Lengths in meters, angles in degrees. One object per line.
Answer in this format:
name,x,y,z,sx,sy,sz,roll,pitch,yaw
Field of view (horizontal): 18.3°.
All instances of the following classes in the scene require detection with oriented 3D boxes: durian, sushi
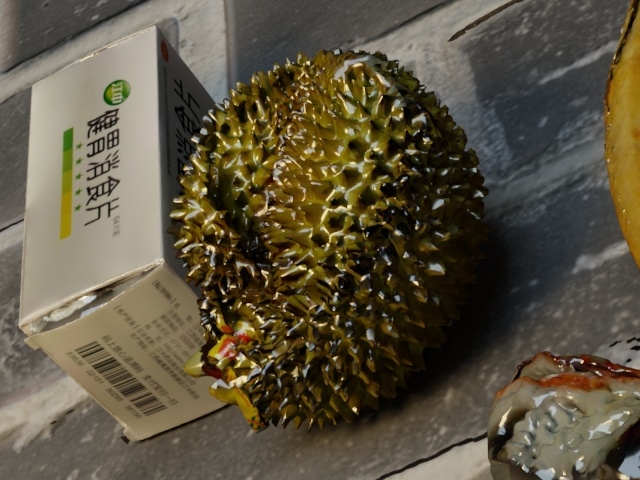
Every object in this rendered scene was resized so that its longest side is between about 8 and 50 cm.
durian,0.011,-0.001,1.554,0.258,0.258,0.293,-11,56,31
sushi,0.233,0.167,1.290,0.332,0.124,0.130,14,51,46

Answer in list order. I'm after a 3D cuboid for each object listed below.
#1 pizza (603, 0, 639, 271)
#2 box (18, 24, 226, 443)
pizza,0.398,-0.150,1.465,0.406,0.130,0.440,-19,43,27
box,-0.155,-0.008,1.724,0.145,0.173,0.333,-25,41,17
